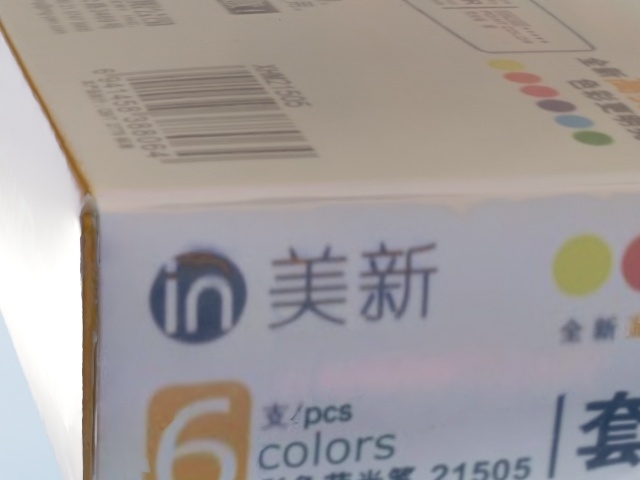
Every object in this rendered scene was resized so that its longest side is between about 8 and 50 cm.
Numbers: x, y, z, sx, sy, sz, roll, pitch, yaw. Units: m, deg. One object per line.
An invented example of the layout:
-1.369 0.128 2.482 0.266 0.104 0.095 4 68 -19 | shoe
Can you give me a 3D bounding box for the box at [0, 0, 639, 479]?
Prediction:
0.016 -0.022 0.531 0.221 0.091 0.274 -2 -159 -15 | box
